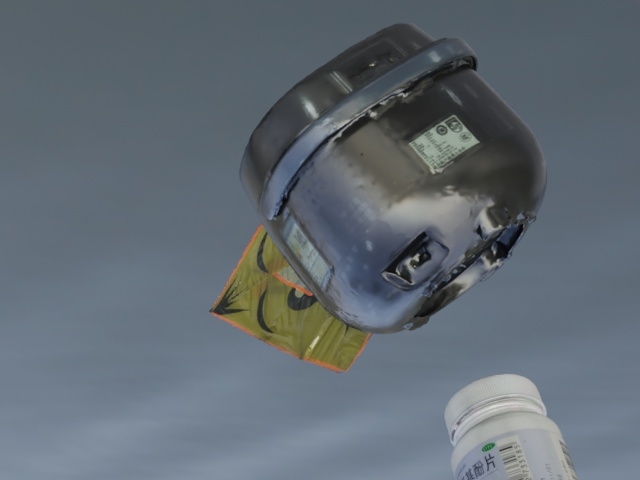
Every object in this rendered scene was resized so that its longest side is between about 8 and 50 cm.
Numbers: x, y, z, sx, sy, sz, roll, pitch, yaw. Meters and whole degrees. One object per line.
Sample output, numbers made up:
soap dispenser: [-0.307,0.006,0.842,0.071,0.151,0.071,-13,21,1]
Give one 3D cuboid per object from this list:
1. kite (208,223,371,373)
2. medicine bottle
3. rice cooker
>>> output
kite: [0.002,0.001,1.931,0.327,0.378,0.013,-34,130,27]
medicine bottle: [0.173,0.216,1.578,0.102,0.187,0.103,-10,141,-8]
rice cooker: [0.071,-0.052,1.681,0.267,0.224,0.267,-36,165,-11]
